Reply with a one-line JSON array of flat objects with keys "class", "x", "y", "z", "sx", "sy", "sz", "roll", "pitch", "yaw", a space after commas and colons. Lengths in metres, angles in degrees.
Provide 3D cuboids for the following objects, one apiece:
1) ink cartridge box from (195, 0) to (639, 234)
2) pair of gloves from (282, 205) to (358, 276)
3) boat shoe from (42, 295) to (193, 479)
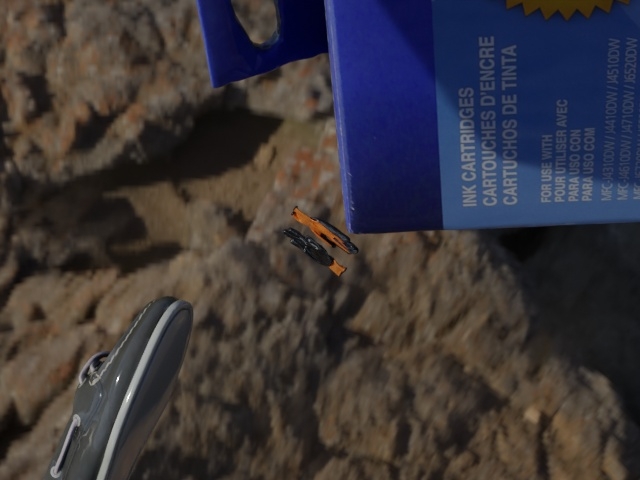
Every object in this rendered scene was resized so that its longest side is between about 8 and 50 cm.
[{"class": "ink cartridge box", "x": 0.138, "y": -0.148, "z": 0.790, "sx": 0.395, "sy": 0.270, "sz": 0.151, "roll": -2, "pitch": 42, "yaw": 6}, {"class": "pair of gloves", "x": 0.000, "y": 0.000, "z": 1.513, "sx": 0.074, "sy": 0.083, "sz": 0.010, "roll": 35, "pitch": 66, "yaw": 3}, {"class": "boat shoe", "x": -0.219, "y": 0.190, "z": 1.483, "sx": 0.095, "sy": 0.112, "sz": 0.335, "roll": 26, "pitch": 109, "yaw": 14}]
